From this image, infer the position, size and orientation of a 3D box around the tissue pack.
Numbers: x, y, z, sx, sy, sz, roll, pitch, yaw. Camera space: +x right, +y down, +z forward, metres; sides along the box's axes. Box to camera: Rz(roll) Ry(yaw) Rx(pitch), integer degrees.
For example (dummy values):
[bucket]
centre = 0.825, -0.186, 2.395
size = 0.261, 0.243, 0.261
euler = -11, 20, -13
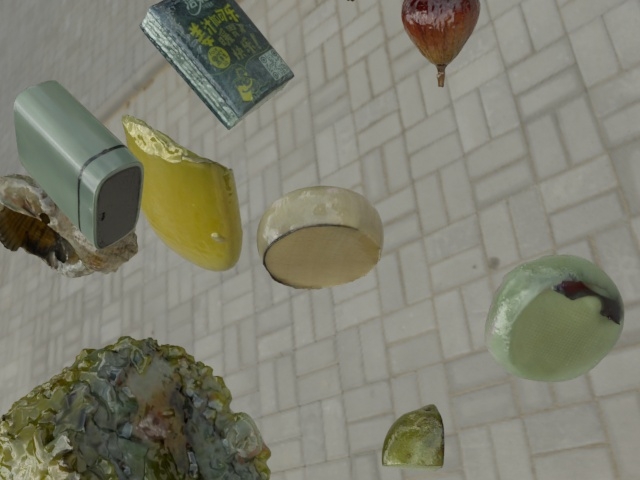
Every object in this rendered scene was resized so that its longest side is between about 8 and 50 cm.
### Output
[tissue pack]
centre = -0.192, -0.367, 1.251
size = 0.185, 0.257, 0.081
euler = -47, 10, -38

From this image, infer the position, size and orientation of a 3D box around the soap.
[soap]
centre = -0.302, -0.091, 1.465
size = 0.306, 0.427, 0.115
euler = 26, 54, 14

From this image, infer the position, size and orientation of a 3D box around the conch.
[conch]
centre = -0.392, -0.026, 0.992
size = 0.178, 0.245, 0.163
euler = -48, 45, 10

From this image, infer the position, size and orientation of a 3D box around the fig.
[fig]
centre = 0.174, -0.323, 0.999
size = 0.119, 0.119, 0.153
euler = 37, 115, 44

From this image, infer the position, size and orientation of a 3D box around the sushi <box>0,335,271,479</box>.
[sushi]
centre = -0.240, 0.333, 0.850
size = 0.240, 0.351, 0.397
euler = -35, 77, 26

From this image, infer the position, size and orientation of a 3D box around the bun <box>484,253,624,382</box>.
[bun]
centre = 0.475, 0.148, 1.370
size = 0.293, 0.293, 0.187
euler = -51, 19, 19

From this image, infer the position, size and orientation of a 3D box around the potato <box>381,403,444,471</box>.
[potato]
centre = 0.195, 0.412, 1.387
size = 0.081, 0.120, 0.149
euler = 104, 169, -57

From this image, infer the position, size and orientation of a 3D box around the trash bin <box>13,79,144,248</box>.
[trash bin]
centre = -0.238, -0.073, 0.640
size = 0.130, 0.059, 0.116
euler = 43, 140, 15

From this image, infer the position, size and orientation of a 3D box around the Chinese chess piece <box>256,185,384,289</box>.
[Chinese chess piece]
centre = 0.000, 0.000, 1.263
size = 0.249, 0.249, 0.103
euler = -30, 48, 34
